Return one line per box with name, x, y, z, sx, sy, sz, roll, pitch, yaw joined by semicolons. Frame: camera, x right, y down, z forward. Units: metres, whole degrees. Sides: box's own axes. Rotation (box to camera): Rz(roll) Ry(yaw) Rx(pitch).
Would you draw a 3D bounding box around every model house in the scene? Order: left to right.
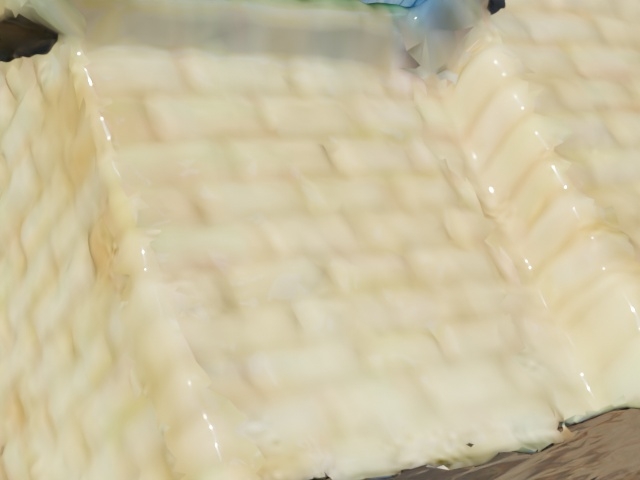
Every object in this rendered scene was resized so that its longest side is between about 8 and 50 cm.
model house;0.000;0.000;0.755;0.445;0.400;0.395;-5;154;-35
